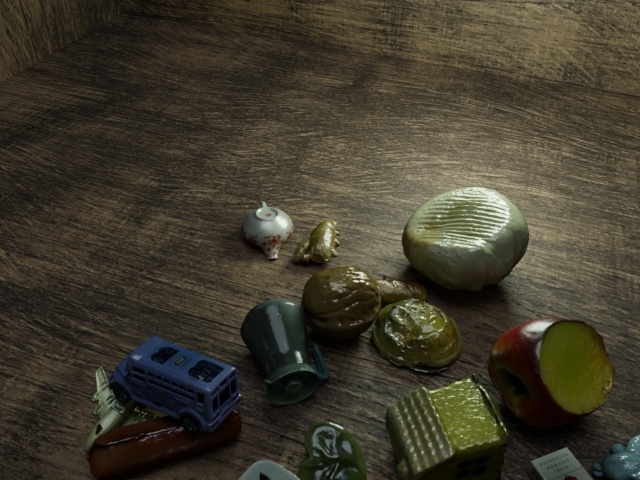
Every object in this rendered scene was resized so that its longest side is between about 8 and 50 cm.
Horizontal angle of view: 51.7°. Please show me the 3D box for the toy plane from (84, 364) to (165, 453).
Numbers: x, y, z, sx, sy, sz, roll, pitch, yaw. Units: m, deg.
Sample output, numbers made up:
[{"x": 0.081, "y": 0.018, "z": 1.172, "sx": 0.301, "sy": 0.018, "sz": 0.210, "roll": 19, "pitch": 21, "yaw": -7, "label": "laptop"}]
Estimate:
[{"x": -0.449, "y": 0.382, "z": 1.506, "sx": 0.229, "sy": 0.092, "sz": 0.244, "roll": 30, "pitch": 41, "yaw": 11, "label": "toy plane"}]

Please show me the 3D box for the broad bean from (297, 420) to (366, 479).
[{"x": 0.024, "y": 0.493, "z": 1.411, "sx": 0.153, "sy": 0.072, "sz": 0.207, "roll": -5, "pitch": 50, "yaw": -4, "label": "broad bean"}]

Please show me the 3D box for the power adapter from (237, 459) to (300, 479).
[{"x": -0.117, "y": 0.520, "z": 1.211, "sx": 0.124, "sy": 0.255, "sz": 0.187, "roll": 25, "pitch": 44, "yaw": 23, "label": "power adapter"}]

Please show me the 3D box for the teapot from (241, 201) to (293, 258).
[{"x": -0.167, "y": -0.050, "z": 2.064, "sx": 0.159, "sy": 0.116, "sz": 0.245, "roll": -11, "pitch": 33, "yaw": 2, "label": "teapot"}]

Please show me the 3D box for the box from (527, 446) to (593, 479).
[{"x": 0.526, "y": 0.524, "z": 1.398, "sx": 0.100, "sy": 0.048, "sz": 0.152, "roll": -15, "pitch": 39, "yaw": -17, "label": "box"}]

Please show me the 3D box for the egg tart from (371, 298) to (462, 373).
[{"x": 0.255, "y": 0.233, "z": 1.725, "sx": 0.231, "sy": 0.098, "sz": 0.252, "roll": -24, "pitch": 48, "yaw": -24, "label": "egg tart"}]

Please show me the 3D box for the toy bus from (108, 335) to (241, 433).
[{"x": -0.323, "y": 0.299, "z": 1.431, "sx": 0.292, "sy": 0.133, "sz": 0.125, "roll": 15, "pitch": 30, "yaw": 25, "label": "toy bus"}]

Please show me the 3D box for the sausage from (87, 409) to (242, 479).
[{"x": -0.335, "y": 0.432, "z": 1.439, "sx": 0.330, "sy": 0.102, "sz": 0.102, "roll": -11, "pitch": 40, "yaw": -19, "label": "sausage"}]

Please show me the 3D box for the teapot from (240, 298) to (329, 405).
[{"x": -0.081, "y": 0.274, "z": 1.617, "sx": 0.203, "sy": 0.171, "sz": 0.225, "roll": 15, "pitch": 36, "yaw": -35, "label": "teapot"}]

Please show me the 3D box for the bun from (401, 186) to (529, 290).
[{"x": 0.423, "y": 0.009, "z": 1.911, "sx": 0.365, "sy": 0.219, "sz": 0.365, "roll": -12, "pitch": 33, "yaw": 8, "label": "bun"}]

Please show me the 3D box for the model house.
[{"x": 0.258, "y": 0.419, "z": 1.416, "sx": 0.234, "sy": 0.175, "sz": 0.193, "roll": -6, "pitch": 39, "yaw": -14, "label": "model house"}]

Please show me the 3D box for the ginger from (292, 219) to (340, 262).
[{"x": 0.007, "y": 0.006, "z": 2.007, "sx": 0.115, "sy": 0.081, "sz": 0.205, "roll": -6, "pitch": 34, "yaw": 46, "label": "ginger"}]

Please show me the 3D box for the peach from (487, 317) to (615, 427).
[{"x": 0.537, "y": 0.291, "z": 1.540, "sx": 0.274, "sy": 0.249, "sz": 0.245, "roll": -11, "pitch": 17, "yaw": -22, "label": "peach"}]

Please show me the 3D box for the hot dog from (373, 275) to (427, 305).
[{"x": 0.158, "y": 0.146, "z": 1.854, "sx": 0.285, "sy": 0.061, "sz": 0.088, "roll": -2, "pitch": 50, "yaw": -3, "label": "hot dog"}]

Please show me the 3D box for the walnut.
[{"x": 0.057, "y": 0.161, "z": 1.719, "sx": 0.213, "sy": 0.213, "sz": 0.213, "roll": 1, "pitch": 38, "yaw": -1, "label": "walnut"}]

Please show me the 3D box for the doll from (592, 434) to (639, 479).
[{"x": 0.688, "y": 0.486, "z": 1.446, "sx": 0.179, "sy": 0.075, "sz": 0.120, "roll": -12, "pitch": -4, "yaw": -36, "label": "doll"}]
